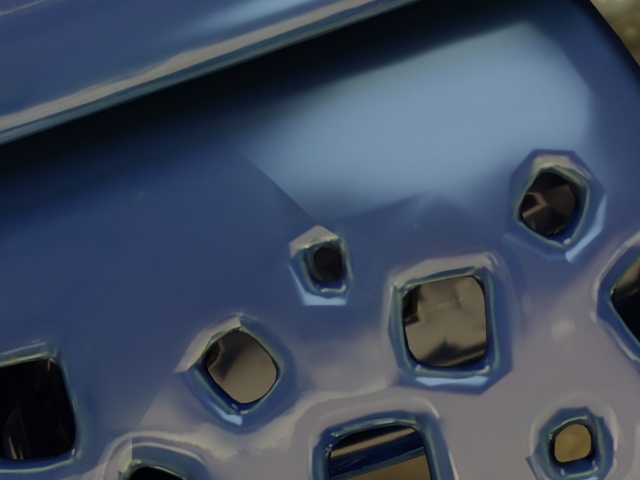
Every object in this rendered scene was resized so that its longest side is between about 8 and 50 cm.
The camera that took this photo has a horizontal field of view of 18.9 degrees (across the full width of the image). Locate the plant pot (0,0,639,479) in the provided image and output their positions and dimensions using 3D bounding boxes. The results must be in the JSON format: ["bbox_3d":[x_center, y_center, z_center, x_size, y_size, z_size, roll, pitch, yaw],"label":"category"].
[{"bbox_3d":[0.000,0.000,0.570,0.236,0.236,0.212,-19,100,7],"label":"plant pot"}]
